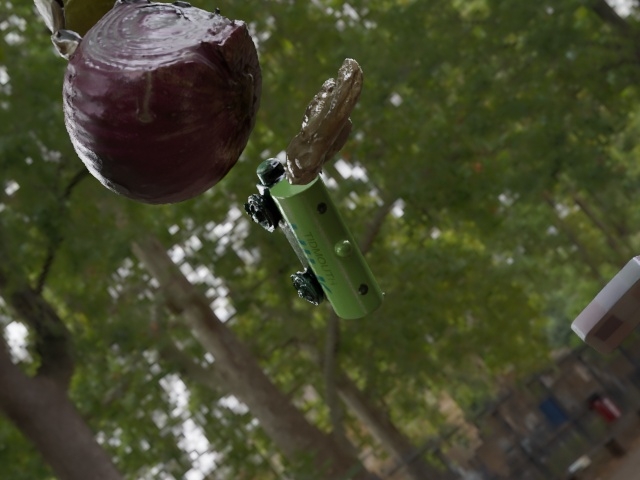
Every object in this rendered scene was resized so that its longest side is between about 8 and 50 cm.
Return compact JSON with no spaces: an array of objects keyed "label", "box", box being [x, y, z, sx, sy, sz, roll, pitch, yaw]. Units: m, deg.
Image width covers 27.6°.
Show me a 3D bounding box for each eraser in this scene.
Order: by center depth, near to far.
[{"label":"eraser","box":[0.316,0.069,1.366,0.105,0.026,0.065,-48,-45,9]}]

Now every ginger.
[{"label":"ginger","box":[-0.005,-0.129,1.665,0.149,0.065,0.258,-58,0,-15]}]

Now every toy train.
[{"label":"toy train","box":[0.000,0.000,1.796,0.105,0.253,0.157,-37,24,-19]}]

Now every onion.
[{"label":"onion","box":[-0.199,-0.157,1.574,0.272,0.256,0.230,-7,49,37]}]

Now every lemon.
[{"label":"lemon","box":[-0.348,-0.391,1.951,0.184,0.248,0.184,-28,-4,-2]}]
